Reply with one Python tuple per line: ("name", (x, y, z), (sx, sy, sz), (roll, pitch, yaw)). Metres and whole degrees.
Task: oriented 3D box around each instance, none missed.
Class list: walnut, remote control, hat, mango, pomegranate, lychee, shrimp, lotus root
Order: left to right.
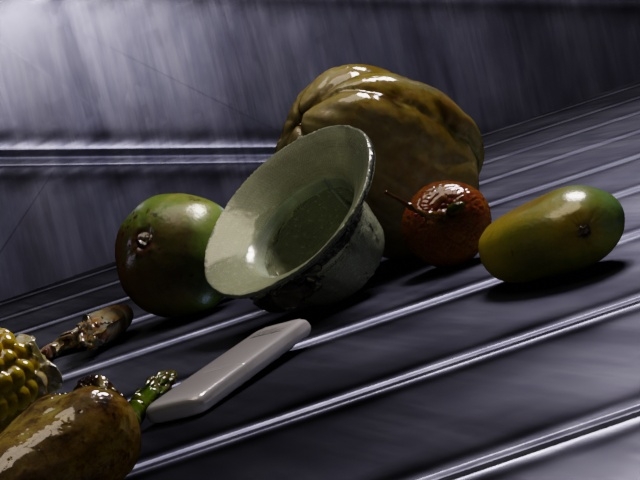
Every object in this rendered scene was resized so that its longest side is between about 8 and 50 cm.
("lotus root", (-0.219, 0.179, 1.444), (0.191, 0.094, 0.108), (-35, -8, -45))
("shrimp", (-0.320, 0.132, 2.487), (0.144, 0.052, 0.251), (-28, -3, 1))
("pomegranate", (-0.175, 0.026, 2.536), (0.180, 0.180, 0.210), (-13, -22, 40))
("remote control", (-0.085, 0.130, 1.833), (0.067, 0.029, 0.261), (-15, 8, 26))
("hat", (0.000, 0.000, 2.185), (0.257, 0.130, 0.257), (-33, 32, 24))
("walnut", (0.071, -0.101, 2.354), (0.283, 0.227, 0.283), (-3, -37, -3))
("lychee", (0.141, -0.018, 2.170), (0.114, 0.101, 0.140), (2, 11, 11))
("mango", (0.226, 0.000, 1.869), (0.122, 0.085, 0.191), (-34, 4, -35))

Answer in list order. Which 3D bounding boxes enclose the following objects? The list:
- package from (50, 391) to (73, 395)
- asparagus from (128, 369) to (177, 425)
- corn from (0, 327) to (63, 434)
("package", (-0.412, 0.198, 2.016), (0.204, 0.062, 0.251), (-11, 5, 44))
("asparagus", (-0.173, 0.157, 1.807), (0.034, 0.027, 0.236), (-37, 2, 9))
("corn", (-0.422, 0.188, 1.733), (0.387, 0.144, 0.144), (-24, 8, -33))
